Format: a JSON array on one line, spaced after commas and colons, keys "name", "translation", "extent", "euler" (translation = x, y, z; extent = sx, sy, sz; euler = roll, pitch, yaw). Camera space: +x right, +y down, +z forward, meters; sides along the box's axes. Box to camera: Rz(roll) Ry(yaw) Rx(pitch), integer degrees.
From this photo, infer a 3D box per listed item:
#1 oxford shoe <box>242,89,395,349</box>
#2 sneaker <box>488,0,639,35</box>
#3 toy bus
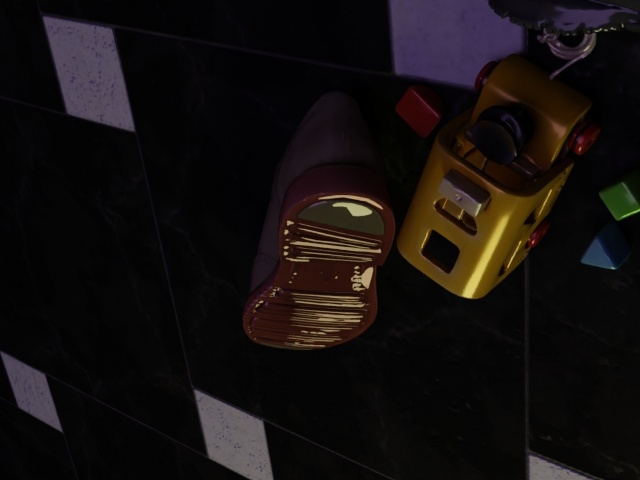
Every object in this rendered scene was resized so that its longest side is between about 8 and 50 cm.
[{"name": "oxford shoe", "translation": [0.000, 0.000, 0.932], "extent": [0.123, 0.130, 0.348], "euler": [7, 150, -11]}, {"name": "sneaker", "translation": [0.228, -0.173, 0.576], "extent": [0.286, 0.109, 0.130], "euler": [19, 121, 31]}, {"name": "toy bus", "translation": [0.130, -0.051, 0.751], "extent": [0.191, 0.104, 0.202], "euler": [-9, 111, 47]}]
